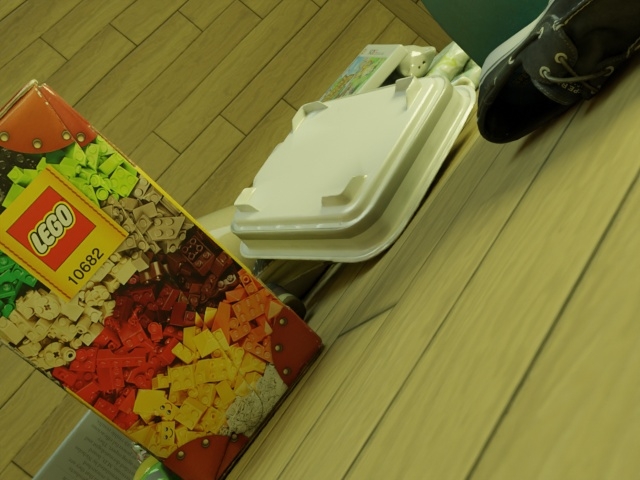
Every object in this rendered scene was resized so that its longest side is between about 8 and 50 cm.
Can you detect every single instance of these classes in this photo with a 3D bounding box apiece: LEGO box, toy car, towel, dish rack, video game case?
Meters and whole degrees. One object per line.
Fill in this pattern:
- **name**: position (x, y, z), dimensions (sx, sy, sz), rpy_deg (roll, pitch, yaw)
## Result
- **LEGO box**: position (-0.275, 0.043, 0.908), dimensions (0.193, 0.372, 0.500), rpy_deg (-51, 21, -15)
- **toy car**: position (-0.171, 0.263, 0.923), dimensions (0.239, 0.053, 0.225), rpy_deg (-50, 3, 10)
- **towel**: position (0.158, -0.204, 1.400), dimensions (0.374, 0.090, 0.320), rpy_deg (-51, 7, -3)
- **dish rack**: position (0.020, -0.104, 1.024), dimensions (0.333, 0.072, 0.285), rpy_deg (-1, 51, 53)
- **video game case**: position (0.044, -0.250, 1.323), dimensions (0.212, 0.023, 0.193), rpy_deg (-49, 18, 2)

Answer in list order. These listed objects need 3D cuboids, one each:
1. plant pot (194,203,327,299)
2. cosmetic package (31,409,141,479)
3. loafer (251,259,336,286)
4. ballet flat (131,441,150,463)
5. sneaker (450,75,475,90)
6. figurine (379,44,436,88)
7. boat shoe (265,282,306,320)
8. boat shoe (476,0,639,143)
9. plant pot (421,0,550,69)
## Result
- **plant pot**: position (-0.112, 0.036, 1.316), dimensions (0.274, 0.256, 0.256), rpy_deg (-33, 8, 12)
- **cosmetic package**: position (-0.417, 0.428, 1.418), dimensions (0.453, 0.161, 0.230), rpy_deg (-51, 4, -2)
- **loafer**: position (0.000, 0.000, 1.117), dimensions (0.268, 0.092, 0.102), rpy_deg (-40, 24, 31)
- **ballet flat**: position (-0.199, 0.256, 1.170), dimensions (0.241, 0.077, 0.091), rpy_deg (-50, 2, 5)
- **sneaker**: position (0.144, -0.154, 1.068), dimensions (0.211, 0.080, 0.081), rpy_deg (-54, 2, -30)
- **figurine**: position (0.105, -0.259, 1.365), dimensions (0.215, 0.092, 0.209), rpy_deg (-50, 14, 0)
- **boat shoe**: position (-0.117, 0.150, 1.049), dimensions (0.223, 0.080, 0.073), rpy_deg (-46, 43, -4)
- **boat shoe**: position (0.174, -0.129, 0.555), dimensions (0.228, 0.080, 0.076), rpy_deg (149, 140, -68)
- **plant pot**: position (0.182, -0.300, 0.699), dimensions (0.272, 0.255, 0.271), rpy_deg (-50, 4, 5)
